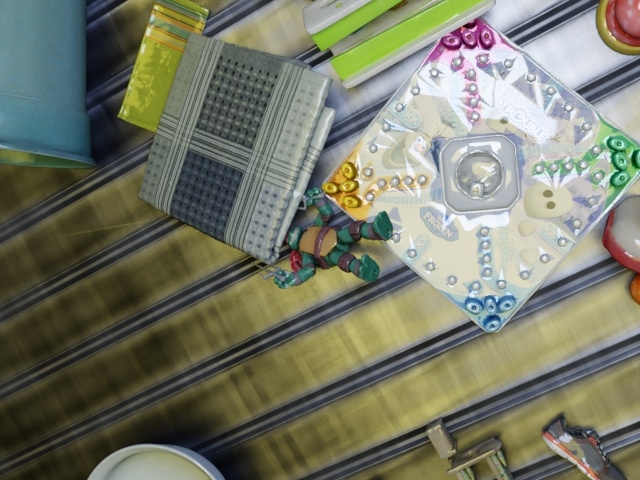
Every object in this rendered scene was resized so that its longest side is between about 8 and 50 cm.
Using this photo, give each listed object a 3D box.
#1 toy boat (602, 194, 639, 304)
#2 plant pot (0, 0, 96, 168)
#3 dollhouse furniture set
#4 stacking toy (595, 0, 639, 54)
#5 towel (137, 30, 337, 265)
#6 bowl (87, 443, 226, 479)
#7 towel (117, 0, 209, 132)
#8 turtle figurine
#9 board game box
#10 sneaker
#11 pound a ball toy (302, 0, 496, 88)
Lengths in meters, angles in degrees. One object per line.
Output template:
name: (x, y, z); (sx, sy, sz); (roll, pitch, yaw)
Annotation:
toy boat: (0.534, 0.045, 1.249); (0.231, 0.151, 0.151); (27, 131, 9)
plant pot: (-0.531, -0.303, 1.343); (0.341, 0.341, 0.334); (5, 89, 12)
dollhouse furniture set: (0.257, 0.381, 1.317); (0.101, 0.161, 0.182); (-30, 90, 13)
stacking toy: (0.512, -0.460, 1.184); (0.279, 0.130, 0.309); (-24, 91, 14)
towel: (-0.142, -0.164, 1.354); (0.312, 0.056, 0.324); (25, 100, 28)
bowl: (-0.271, 0.489, 1.457); (0.297, 0.134, 0.298); (1, 96, 11)
towel: (-0.278, -0.311, 1.426); (0.102, 0.021, 0.237); (23, 101, 10)
turtle figurine: (0.000, 0.000, 1.346); (0.234, 0.118, 0.175); (7, 88, 36)
board game box: (0.259, -0.108, 1.319); (0.390, 0.050, 0.390); (41, 103, 5)
sneaker: (0.444, 0.348, 1.328); (0.158, 0.061, 0.065); (34, 96, 6)
pound a ball toy: (0.118, -0.411, 1.246); (0.319, 0.136, 0.208); (-28, 126, 17)
